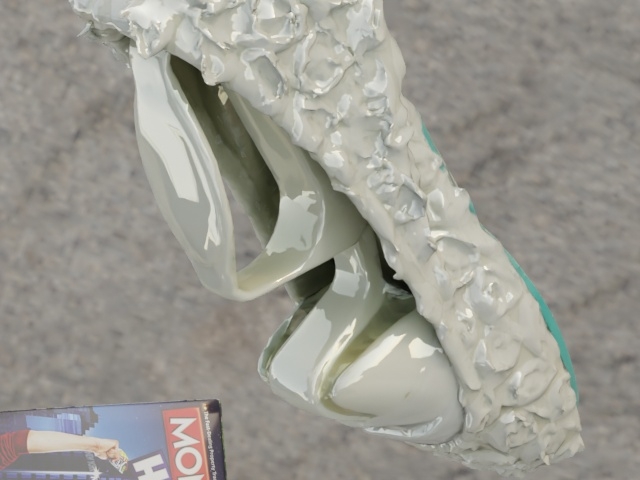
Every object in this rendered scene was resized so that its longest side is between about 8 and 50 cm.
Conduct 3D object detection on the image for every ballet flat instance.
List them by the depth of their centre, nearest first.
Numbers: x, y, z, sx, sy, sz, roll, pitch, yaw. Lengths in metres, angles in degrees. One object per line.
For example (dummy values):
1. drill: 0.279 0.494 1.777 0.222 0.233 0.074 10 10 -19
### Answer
1. ballet flat: 0.000 0.000 0.848 0.147 0.409 0.147 -20 35 15

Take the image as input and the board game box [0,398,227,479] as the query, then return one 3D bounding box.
1. board game box: -0.086 0.166 0.713 0.060 0.194 0.194 151 116 -66
